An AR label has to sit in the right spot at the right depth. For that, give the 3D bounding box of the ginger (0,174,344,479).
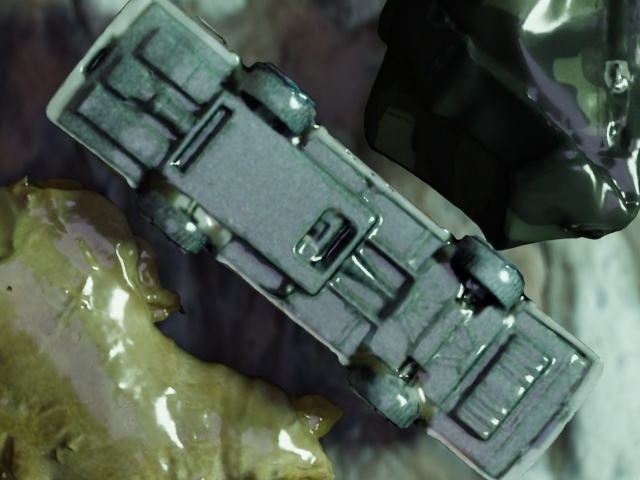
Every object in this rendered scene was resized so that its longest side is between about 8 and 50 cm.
[{"bbox_3d":[-0.101,0.068,0.918,0.213,0.074,0.137,43,96,-11],"label":"ginger"}]

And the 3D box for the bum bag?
[{"bbox_3d":[0.103,-0.163,0.918,0.144,0.095,0.340,7,87,35],"label":"bum bag"}]

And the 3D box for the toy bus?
[{"bbox_3d":[0.000,0.000,0.909,0.268,0.106,0.092,39,88,-4],"label":"toy bus"}]
